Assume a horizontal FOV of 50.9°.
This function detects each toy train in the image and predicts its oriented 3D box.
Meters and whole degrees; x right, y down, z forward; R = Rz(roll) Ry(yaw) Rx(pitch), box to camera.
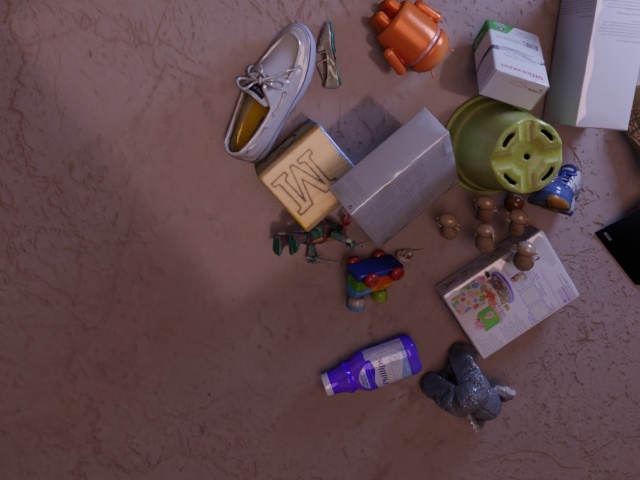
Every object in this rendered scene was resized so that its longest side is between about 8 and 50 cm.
[{"bbox_3d":[0.180,0.108,1.859,0.248,0.105,0.143,-12,129,-31],"label":"toy train"}]

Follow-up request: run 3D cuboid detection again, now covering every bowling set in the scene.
[{"bbox_3d":[0.468,-0.063,1.790,0.287,0.154,0.200,21,76,20],"label":"bowling set"}]

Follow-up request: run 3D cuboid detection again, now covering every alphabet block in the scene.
[{"bbox_3d":[-0.030,-0.169,1.700,0.197,0.192,0.193,-41,104,3],"label":"alphabet block"}]

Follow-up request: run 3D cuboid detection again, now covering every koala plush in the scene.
[{"bbox_3d":[0.445,0.452,1.943,0.221,0.203,0.196,39,97,-27],"label":"koala plush"}]

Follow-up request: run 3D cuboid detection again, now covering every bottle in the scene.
[{"bbox_3d":[0.142,0.365,1.915,0.282,0.092,0.118,-19,108,-2],"label":"bottle"}]

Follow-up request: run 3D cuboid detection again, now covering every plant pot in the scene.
[{"bbox_3d":[0.478,-0.231,1.718,0.276,0.254,0.276,-2,105,-7],"label":"plant pot"}]

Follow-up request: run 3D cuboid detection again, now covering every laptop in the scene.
[{"bbox_3d":[0.979,-0.040,1.964,0.234,0.136,0.264,46,69,-17],"label":"laptop"}]

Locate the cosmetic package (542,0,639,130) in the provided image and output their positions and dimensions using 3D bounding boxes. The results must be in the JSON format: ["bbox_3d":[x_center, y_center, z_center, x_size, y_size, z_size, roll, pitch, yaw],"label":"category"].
[{"bbox_3d":[0.699,-0.474,1.714,0.155,0.197,0.366,1,106,-9],"label":"cosmetic package"}]

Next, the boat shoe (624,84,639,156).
[{"bbox_3d":[0.899,-0.288,1.850,0.104,0.089,0.285,-18,97,23],"label":"boat shoe"}]

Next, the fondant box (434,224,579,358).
[{"bbox_3d":[0.528,0.144,1.909,0.330,0.096,0.238,-34,106,1],"label":"fondant box"}]

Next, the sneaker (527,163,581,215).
[{"bbox_3d":[0.623,-0.143,1.769,0.112,0.296,0.131,19,98,22],"label":"sneaker"}]

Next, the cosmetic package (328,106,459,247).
[{"bbox_3d":[0.195,-0.137,1.652,0.284,0.377,0.097,-38,71,4],"label":"cosmetic package"}]

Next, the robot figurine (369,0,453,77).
[{"bbox_3d":[0.226,-0.506,1.676,0.219,0.158,0.128,35,138,-15],"label":"robot figurine"}]

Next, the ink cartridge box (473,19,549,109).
[{"bbox_3d":[0.473,-0.440,1.682,0.153,0.208,0.087,15,140,-11],"label":"ink cartridge box"}]

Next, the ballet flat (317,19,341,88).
[{"bbox_3d":[0.016,-0.466,1.696,0.052,0.057,0.168,-9,106,5],"label":"ballet flat"}]

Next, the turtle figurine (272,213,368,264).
[{"bbox_3d":[0.000,0.000,1.785,0.234,0.175,0.118,-5,71,-35],"label":"turtle figurine"}]

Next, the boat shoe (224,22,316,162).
[{"bbox_3d":[-0.141,-0.365,1.633,0.136,0.156,0.367,34,104,18],"label":"boat shoe"}]
